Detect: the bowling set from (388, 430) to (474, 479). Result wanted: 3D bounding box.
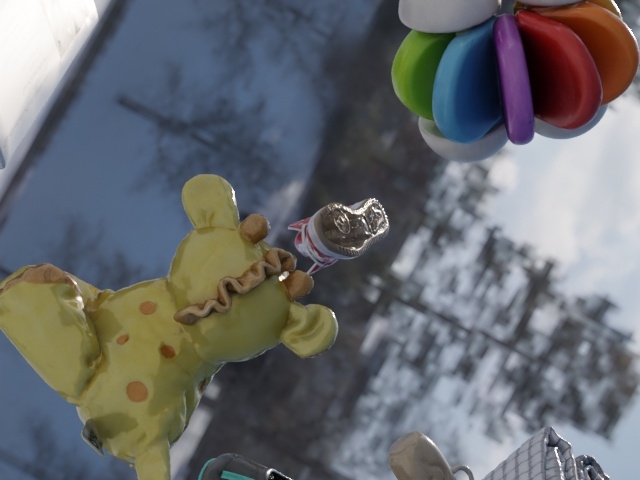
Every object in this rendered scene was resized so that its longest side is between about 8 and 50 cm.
[{"bbox_3d":[0.011,0.303,1.587,0.287,0.154,0.200,-45,-162,-23],"label":"bowling set"}]

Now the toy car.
[{"bbox_3d":[0.147,-0.127,1.347,0.136,0.182,0.159,-110,-172,-55],"label":"toy car"}]

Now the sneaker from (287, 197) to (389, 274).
[{"bbox_3d":[0.000,0.000,1.306,0.067,0.042,0.118,-22,177,23],"label":"sneaker"}]

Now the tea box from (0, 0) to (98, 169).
[{"bbox_3d":[-0.408,-0.189,1.581,0.323,0.220,0.329,-13,-155,14],"label":"tea box"}]

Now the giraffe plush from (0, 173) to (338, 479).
[{"bbox_3d":[-0.093,0.052,1.172,0.170,0.181,0.210,-41,-156,-5],"label":"giraffe plush"}]

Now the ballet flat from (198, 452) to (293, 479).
[{"bbox_3d":[-0.026,0.312,2.009,0.096,0.280,0.095,2,-111,35],"label":"ballet flat"}]

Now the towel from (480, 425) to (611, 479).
[{"bbox_3d":[0.179,0.342,1.719,0.235,0.121,0.284,-43,-161,23],"label":"towel"}]
